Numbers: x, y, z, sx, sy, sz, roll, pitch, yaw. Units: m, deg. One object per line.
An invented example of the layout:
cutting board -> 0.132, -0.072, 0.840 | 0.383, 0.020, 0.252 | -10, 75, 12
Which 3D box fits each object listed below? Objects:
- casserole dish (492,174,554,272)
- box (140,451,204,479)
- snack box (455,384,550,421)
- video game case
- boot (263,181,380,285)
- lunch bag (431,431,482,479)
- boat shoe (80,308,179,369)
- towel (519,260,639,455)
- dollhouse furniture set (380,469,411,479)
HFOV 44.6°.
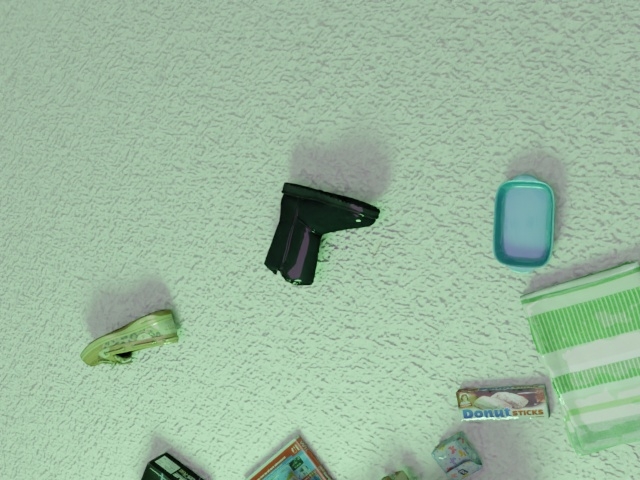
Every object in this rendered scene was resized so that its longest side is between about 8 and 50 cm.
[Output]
casserole dish -> 0.392, -0.032, 1.495 | 0.114, 0.037, 0.188 | 4, 97, 26
box -> -0.360, 0.639, 1.923 | 0.180, 0.077, 0.147 | 30, 109, 20
snack box -> 0.363, 0.326, 1.560 | 0.178, 0.022, 0.064 | -9, 93, 27
video game case -> -0.032, 0.618, 1.789 | 0.204, 0.025, 0.285 | -45, 77, 24
boot -> 0.000, 0.000, 1.658 | 0.247, 0.094, 0.207 | 17, 100, 31
lunch bag -> 0.281, 0.448, 1.599 | 0.071, 0.053, 0.083 | -38, 89, 26
boat shoe -> -0.474, 0.260, 1.919 | 0.285, 0.105, 0.089 | -28, 81, 26
towel -> 0.536, 0.222, 1.454 | 0.248, 0.038, 0.324 | -22, 86, 26
dollhouse furniture set -> 0.119, 0.591, 1.674 | 0.101, 0.161, 0.182 | 52, 148, 3
